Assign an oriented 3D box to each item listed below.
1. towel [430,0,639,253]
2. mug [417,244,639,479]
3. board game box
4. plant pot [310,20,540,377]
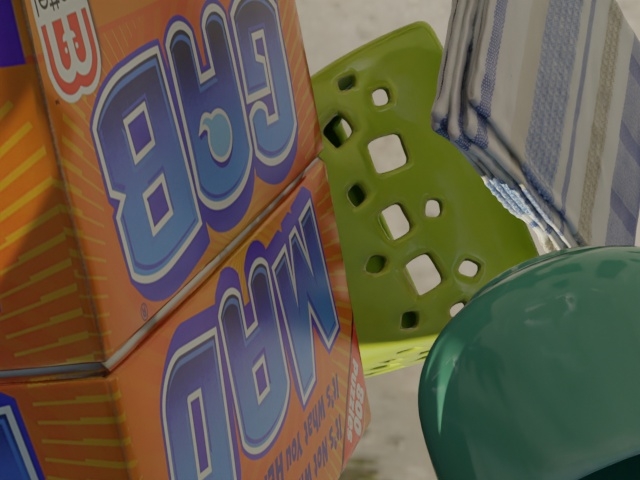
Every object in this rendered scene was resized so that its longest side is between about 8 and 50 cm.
[{"bbox_3d":[0.156,-0.098,1.067,0.034,0.209,0.285,-2,155,31],"label":"towel"},{"bbox_3d":[0.099,0.069,0.623,0.129,0.097,0.158,-6,148,-21],"label":"mug"},{"bbox_3d":[-0.208,0.017,0.861,0.356,0.356,0.356,-6,-164,17],"label":"board game box"},{"bbox_3d":[0.000,0.000,1.184,0.207,0.228,0.227,-21,174,-22],"label":"plant pot"}]
